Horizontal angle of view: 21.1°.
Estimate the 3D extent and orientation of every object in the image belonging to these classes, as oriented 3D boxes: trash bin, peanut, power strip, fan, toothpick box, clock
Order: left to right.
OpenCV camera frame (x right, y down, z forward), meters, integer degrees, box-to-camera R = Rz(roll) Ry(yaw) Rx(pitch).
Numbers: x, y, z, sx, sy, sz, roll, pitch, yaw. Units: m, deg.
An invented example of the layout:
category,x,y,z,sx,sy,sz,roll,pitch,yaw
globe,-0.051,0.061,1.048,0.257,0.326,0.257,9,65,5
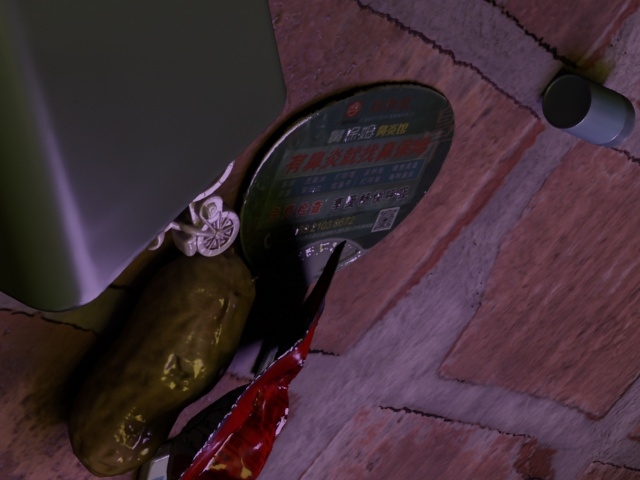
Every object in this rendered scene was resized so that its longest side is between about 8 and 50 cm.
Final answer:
category,x,y,z,sx,sy,sz,roll,pitch,yaw
trash bin,-0.155,-0.164,0.902,0.223,0.158,0.343,-47,148,-30
peanut,-0.127,0.095,1.330,0.214,0.099,0.099,-48,148,17
power strip,-0.142,0.210,1.504,0.040,0.016,0.090,-17,139,-36
clock,-0.098,-0.034,1.249,0.087,0.041,0.129,-35,142,-22
fan,0.025,-0.023,1.430,0.223,0.012,0.294,-33,147,-21
toothpick box,0.238,-0.114,1.520,0.083,0.052,0.052,14,117,-52

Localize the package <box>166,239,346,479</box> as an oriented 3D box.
category,x,y,z,sx,sy,sz,roll,pitch,yaw
package,-0.055,0.137,1.360,0.269,0.071,0.194,-50,-179,-25
